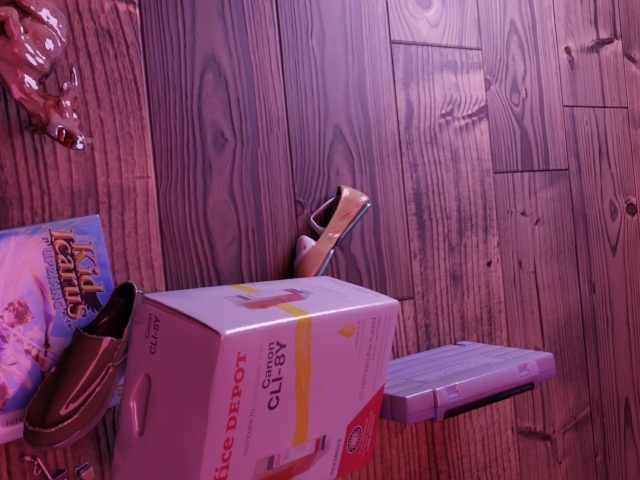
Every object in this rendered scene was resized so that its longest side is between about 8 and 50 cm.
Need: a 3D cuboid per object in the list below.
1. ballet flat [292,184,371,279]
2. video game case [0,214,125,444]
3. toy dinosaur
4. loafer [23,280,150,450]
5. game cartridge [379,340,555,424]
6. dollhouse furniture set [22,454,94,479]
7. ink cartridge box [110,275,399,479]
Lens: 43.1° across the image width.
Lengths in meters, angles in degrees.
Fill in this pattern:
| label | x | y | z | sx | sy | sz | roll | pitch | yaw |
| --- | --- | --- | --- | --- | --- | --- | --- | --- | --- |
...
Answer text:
| label | x | y | z | sx | sy | sz | roll | pitch | yaw |
| --- | --- | --- | --- | --- | --- | --- | --- | --- | --- |
| ballet flat | 0.000 | 0.000 | 1.369 | 0.073 | 0.080 | 0.232 | 35 | 62 | 1 |
| video game case | -0.390 | 0.117 | 1.074 | 0.244 | 0.061 | 0.269 | -14 | 95 | -37 |
| toy dinosaur | -0.381 | -0.257 | 1.073 | 0.200 | 0.127 | 0.295 | 25 | 61 | -40 |
| loafer | -0.298 | 0.149 | 1.033 | 0.251 | 0.094 | 0.087 | -60 | 150 | -34 |
| game cartridge | 0.208 | 0.241 | 1.396 | 0.355 | 0.230 | 0.068 | -8 | 99 | -36 |
| dollhouse furniture set | -0.342 | 0.310 | 1.067 | 0.091 | 0.114 | 0.081 | -33 | 102 | -30 |
| ink cartridge box | -0.077 | 0.212 | 1.139 | 0.385 | 0.160 | 0.279 | -3 | 107 | -51 |
